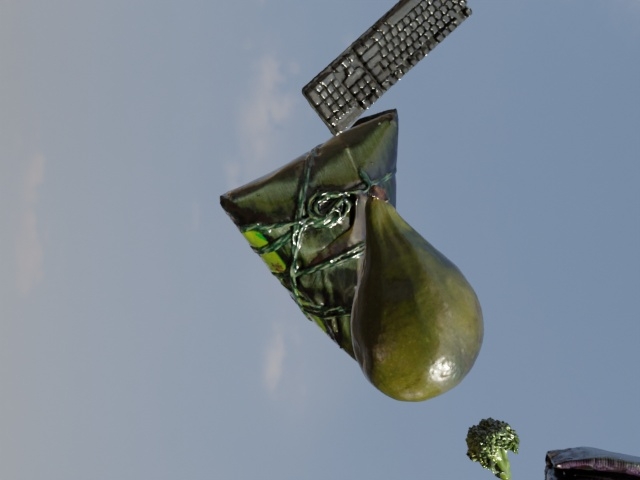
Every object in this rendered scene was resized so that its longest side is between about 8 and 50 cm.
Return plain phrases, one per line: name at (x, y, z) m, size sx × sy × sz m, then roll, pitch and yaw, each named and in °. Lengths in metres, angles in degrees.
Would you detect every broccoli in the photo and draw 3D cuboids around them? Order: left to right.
broccoli at (0.248, 0.299, 1.462) m, size 0.097 × 0.095 × 0.092 m, roll 164°, pitch -82°, yaw -65°

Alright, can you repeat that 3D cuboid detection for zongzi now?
zongzi at (0.000, 0.000, 1.726) m, size 0.362 × 0.319 × 0.384 m, roll -145°, pitch -145°, yaw -66°

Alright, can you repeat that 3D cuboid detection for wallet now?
wallet at (0.188, 0.124, 0.475) m, size 0.111 × 0.165 × 0.030 m, roll 40°, pitch 60°, yaw -75°

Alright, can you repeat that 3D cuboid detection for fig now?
fig at (0.090, 0.049, 0.927) m, size 0.126 × 0.133 × 0.185 m, roll 15°, pitch -66°, yaw 33°

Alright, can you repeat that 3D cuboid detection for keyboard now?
keyboard at (0.080, -0.218, 1.168) m, size 0.072 × 0.231 × 0.023 m, roll 52°, pitch -14°, yaw -22°
